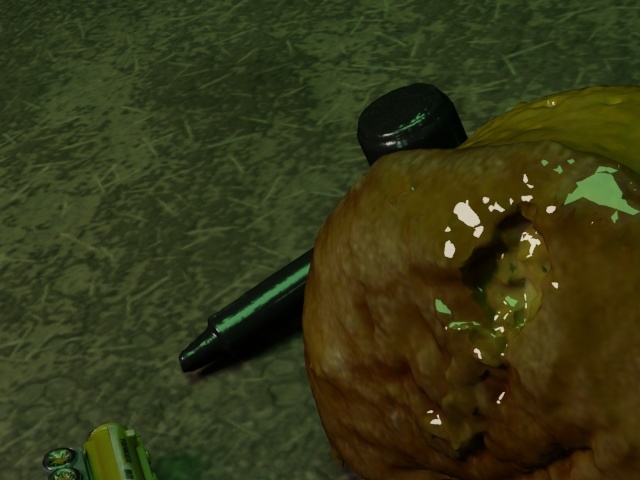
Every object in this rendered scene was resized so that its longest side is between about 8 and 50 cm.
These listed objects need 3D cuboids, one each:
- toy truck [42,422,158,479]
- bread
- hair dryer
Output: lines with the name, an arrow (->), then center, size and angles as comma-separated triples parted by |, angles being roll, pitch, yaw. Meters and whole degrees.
toy truck -> -0.118, 0.155, 0.786 | 0.063, 0.052, 0.123 | -15, 32, -12
bread -> 0.127, 0.018, 0.694 | 0.194, 0.179, 0.340 | -28, 15, -36
hair dryer -> 0.001, 0.001, 0.931 | 0.248, 0.114, 0.070 | -32, 28, -13
